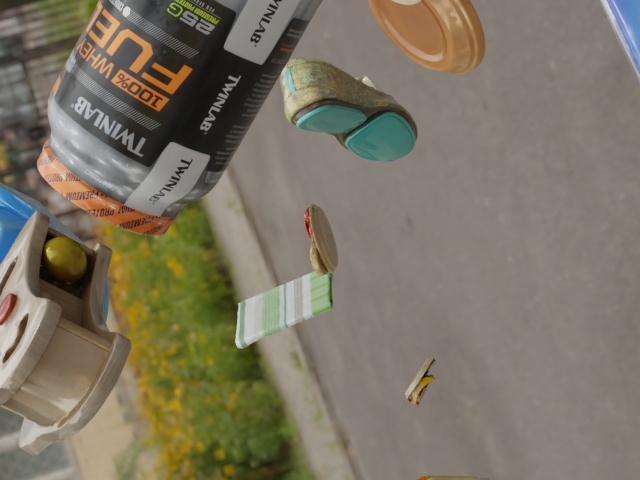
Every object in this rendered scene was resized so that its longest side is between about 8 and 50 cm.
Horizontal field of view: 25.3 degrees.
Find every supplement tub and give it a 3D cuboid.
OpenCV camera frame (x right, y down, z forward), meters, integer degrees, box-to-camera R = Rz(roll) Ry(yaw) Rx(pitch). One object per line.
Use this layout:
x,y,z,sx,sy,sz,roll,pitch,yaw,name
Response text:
-0.145,-0.175,1.428,0.316,0.193,0.193,-60,28,13,supplement tub

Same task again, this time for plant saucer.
0.126,-0.289,1.824,0.200,0.037,0.200,43,162,18,plant saucer

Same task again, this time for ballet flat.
0.046,-0.210,2.210,0.348,0.123,0.123,14,-129,-59,ballet flat

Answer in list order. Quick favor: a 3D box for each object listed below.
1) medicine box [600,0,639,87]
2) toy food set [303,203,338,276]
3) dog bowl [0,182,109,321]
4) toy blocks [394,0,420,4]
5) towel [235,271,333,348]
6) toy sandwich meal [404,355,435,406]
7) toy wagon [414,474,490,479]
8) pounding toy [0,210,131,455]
0.431,-0.204,1.322,0.149,0.289,0.263,46,-157,-55,medicine box
0.000,0.000,1.595,0.082,0.020,0.083,11,-118,-77,toy food set
-0.321,0.042,1.508,0.297,0.074,0.166,36,106,47,dog bowl
0.107,-0.289,1.225,0.054,0.148,0.123,31,148,8,toy blocks
-0.050,0.099,2.070,0.113,0.152,0.023,-91,-24,-59,towel
0.157,0.215,2.169,0.029,0.086,0.085,34,163,4,toy sandwich meal
0.070,0.406,1.715,0.344,0.267,0.068,-49,52,27,toy wagon
-0.252,0.073,1.144,0.154,0.155,0.269,-45,28,31,pounding toy
